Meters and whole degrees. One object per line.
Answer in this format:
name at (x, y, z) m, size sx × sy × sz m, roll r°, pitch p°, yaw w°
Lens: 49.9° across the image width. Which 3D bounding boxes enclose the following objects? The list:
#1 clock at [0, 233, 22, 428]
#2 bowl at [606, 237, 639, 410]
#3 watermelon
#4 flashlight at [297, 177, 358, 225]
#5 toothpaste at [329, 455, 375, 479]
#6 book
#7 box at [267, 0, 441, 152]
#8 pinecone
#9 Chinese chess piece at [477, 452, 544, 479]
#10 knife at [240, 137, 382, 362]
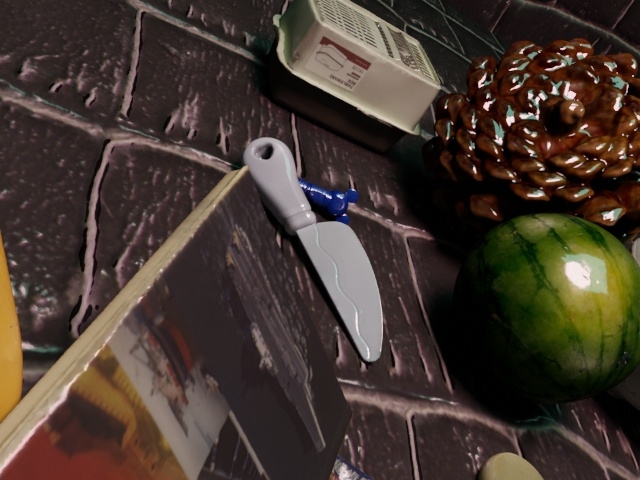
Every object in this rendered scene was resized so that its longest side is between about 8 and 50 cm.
clock at (-0.282, 0.038, 0.352) m, size 0.317 × 0.244 × 0.200 m, roll 58°, pitch 19°, yaw 23°
bowl at (0.496, 0.166, 1.049) m, size 0.313 × 0.146 × 0.313 m, roll 34°, pitch 39°, yaw -32°
watermelon at (0.290, 0.085, 0.877) m, size 0.242 × 0.242 × 0.242 m, roll 27°, pitch 33°, yaw -19°
flashlight at (-0.009, -0.063, 0.953) m, size 0.121 × 0.057 × 0.035 m, roll 21°, pitch -1°, yaw -15°
toothpaste at (0.003, 0.209, 0.612) m, size 0.233 × 0.038 × 0.060 m, roll 37°, pitch 39°, yaw -6°
book at (-0.076, 0.152, 0.435) m, size 0.263 × 0.028 × 0.374 m, roll 69°, pitch 28°, yaw -27°
box at (0.051, -0.293, 1.181) m, size 0.290 × 0.166 × 0.221 m, roll 22°, pitch 35°, yaw -25°
pinecone at (0.363, -0.127, 1.138) m, size 0.397 × 0.398 × 0.398 m, roll 27°, pitch 33°, yaw -19°
Chinese chess piece at (0.209, 0.273, 0.746) m, size 0.084 × 0.034 × 0.084 m, roll 24°, pitch 34°, yaw -18°
knife at (0.001, -0.001, 0.855) m, size 0.080 × 0.044 × 0.331 m, roll -27°, pitch 66°, yaw -16°
